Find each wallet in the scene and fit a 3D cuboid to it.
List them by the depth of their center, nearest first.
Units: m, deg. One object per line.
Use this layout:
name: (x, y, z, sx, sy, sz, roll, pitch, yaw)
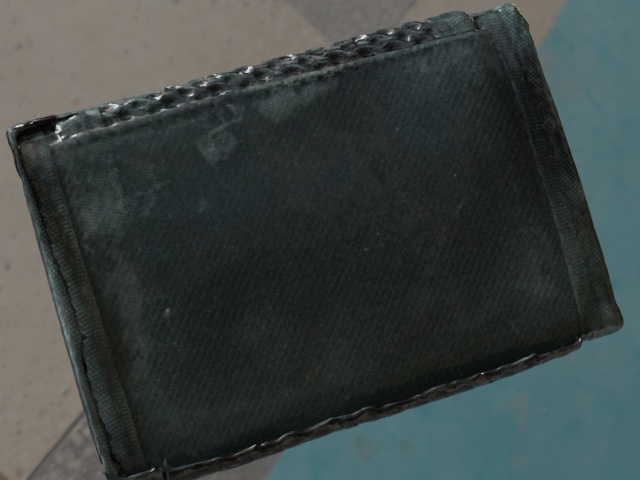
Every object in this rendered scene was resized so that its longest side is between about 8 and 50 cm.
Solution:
wallet: (0.000, 0.000, 0.831, 0.342, 0.075, 0.237, -17, 84, -13)

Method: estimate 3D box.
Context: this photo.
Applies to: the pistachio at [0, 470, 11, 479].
pistachio: (-0.361, 0.277, 1.167, 0.207, 0.332, 0.226, -27, 103, -23)
